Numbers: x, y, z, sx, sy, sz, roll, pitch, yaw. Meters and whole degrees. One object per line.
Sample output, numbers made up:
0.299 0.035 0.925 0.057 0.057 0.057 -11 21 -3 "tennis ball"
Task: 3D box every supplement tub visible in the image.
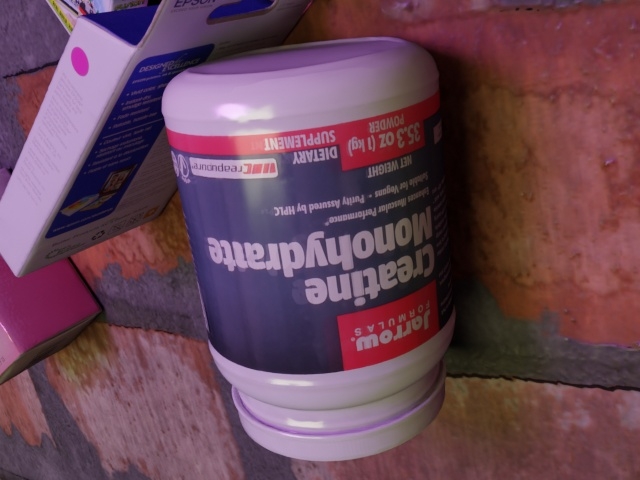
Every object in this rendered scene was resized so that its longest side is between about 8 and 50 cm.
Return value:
0.000 0.000 0.531 0.191 0.191 0.272 8 115 36 "supplement tub"

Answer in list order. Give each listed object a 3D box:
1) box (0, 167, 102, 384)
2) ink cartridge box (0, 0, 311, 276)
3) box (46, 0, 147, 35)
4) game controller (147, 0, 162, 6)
-0.420 0.050 0.934 0.232 0.127 0.148 55 133 3 "box"
-0.149 -0.107 0.608 0.069 0.175 0.371 54 133 5 "ink cartridge box"
-0.219 -0.253 0.610 0.207 0.036 0.114 54 146 13 "box"
-0.219 -0.330 0.630 0.166 0.067 0.319 -16 100 42 "game controller"
